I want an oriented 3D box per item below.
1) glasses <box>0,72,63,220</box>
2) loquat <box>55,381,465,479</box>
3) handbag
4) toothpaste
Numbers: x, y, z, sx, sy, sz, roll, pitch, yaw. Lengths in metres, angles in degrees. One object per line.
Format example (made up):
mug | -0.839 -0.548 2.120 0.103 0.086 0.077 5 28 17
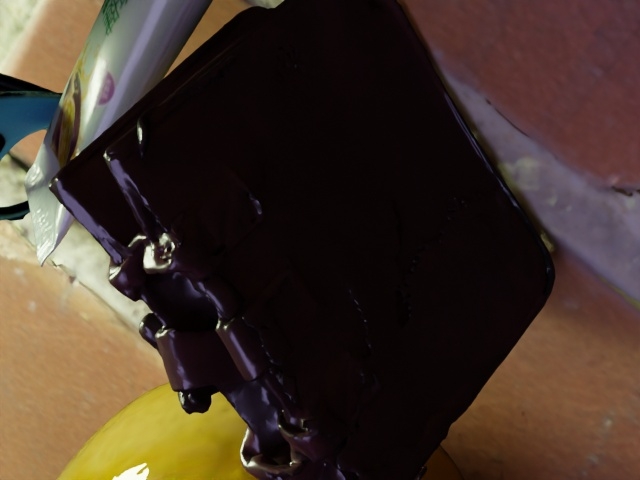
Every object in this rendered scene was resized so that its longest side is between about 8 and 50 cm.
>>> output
glasses | -0.231 -0.063 0.960 0.207 0.239 0.102 24 113 40
loquat | -0.030 0.192 0.990 0.263 0.263 0.263 15 127 21
handbag | -0.002 0.001 0.849 0.074 0.216 0.203 -24 108 44
toothpaste | -0.063 -0.130 0.848 0.056 0.058 0.314 38 113 13
